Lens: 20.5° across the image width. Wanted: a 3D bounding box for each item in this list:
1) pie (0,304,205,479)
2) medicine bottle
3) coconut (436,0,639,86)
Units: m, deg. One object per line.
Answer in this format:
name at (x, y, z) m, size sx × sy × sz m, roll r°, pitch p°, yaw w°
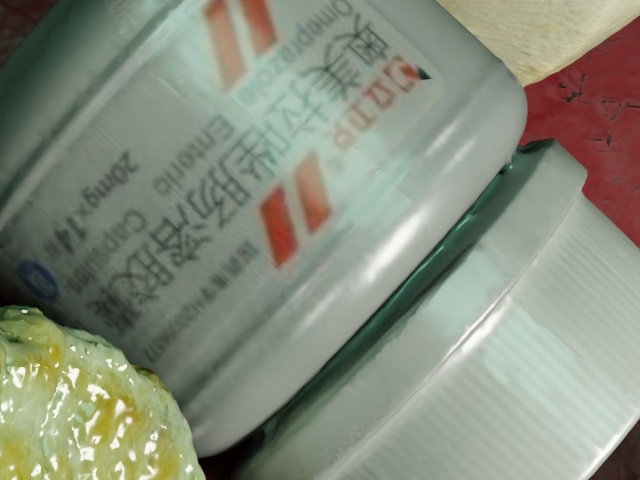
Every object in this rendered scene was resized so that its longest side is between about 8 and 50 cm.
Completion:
pie at (-0.147, 0.158, 0.700) m, size 0.257 × 0.105 × 0.274 m, roll 22°, pitch 81°, yaw -38°
medicine bottle at (0.000, 0.000, 0.845) m, size 0.306 × 0.245 × 0.245 m, roll 42°, pitch 58°, yaw -2°
coconut at (0.086, -0.205, 0.980) m, size 0.247 × 0.245 × 0.245 m, roll -29°, pitch 81°, yaw -42°
